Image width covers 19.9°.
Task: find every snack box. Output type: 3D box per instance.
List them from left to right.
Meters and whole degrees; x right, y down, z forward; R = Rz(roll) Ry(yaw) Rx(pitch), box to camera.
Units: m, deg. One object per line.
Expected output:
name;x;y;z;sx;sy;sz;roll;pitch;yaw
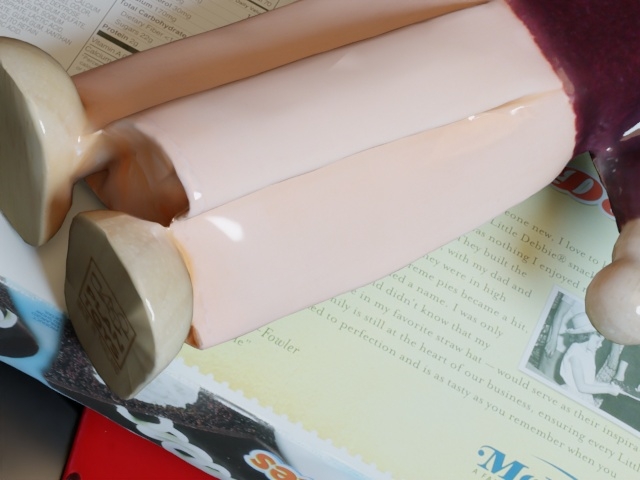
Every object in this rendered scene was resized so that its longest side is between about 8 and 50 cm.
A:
snack box;0.000;0.000;0.666;0.322;0.060;0.187;29;56;0

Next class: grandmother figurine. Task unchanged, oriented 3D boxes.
grandmother figurine;0.066;-0.059;0.627;0.342;0.104;0.208;-25;80;-25

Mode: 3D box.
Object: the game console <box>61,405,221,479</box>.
game console;-0.033;0.130;0.688;0.124;0.085;0.144;34;63;-42
